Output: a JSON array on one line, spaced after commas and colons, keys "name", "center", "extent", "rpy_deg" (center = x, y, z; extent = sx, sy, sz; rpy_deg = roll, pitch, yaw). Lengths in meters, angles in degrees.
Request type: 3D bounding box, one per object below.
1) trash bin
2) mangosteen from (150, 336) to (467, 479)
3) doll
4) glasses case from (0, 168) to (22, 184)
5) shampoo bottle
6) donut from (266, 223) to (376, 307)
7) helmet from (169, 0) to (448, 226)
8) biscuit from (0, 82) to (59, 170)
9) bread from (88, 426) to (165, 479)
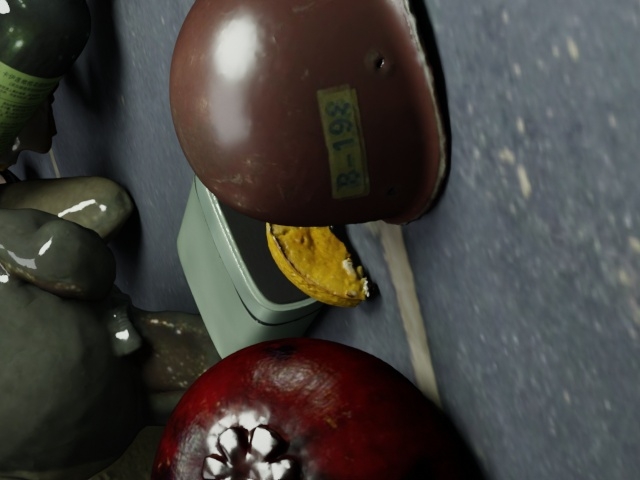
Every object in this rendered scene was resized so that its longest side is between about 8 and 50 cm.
[{"name": "trash bin", "center": [-0.045, 0.011, 0.906], "extent": [0.130, 0.059, 0.116], "rpy_deg": [120, 130, -65]}, {"name": "mangosteen", "center": [0.000, 0.146, 0.789], "extent": [0.200, 0.200, 0.200], "rpy_deg": [52, 152, 41]}, {"name": "doll", "center": [-0.262, 0.049, 1.143], "extent": [0.252, 0.382, 0.378], "rpy_deg": [45, -148, -41]}, {"name": "glasses case", "center": [-0.338, 0.061, 1.669], "extent": [0.122, 0.075, 0.314], "rpy_deg": [37, 142, 51]}, {"name": "shampoo bottle", "center": [-0.249, -0.147, 1.114], "extent": [0.284, 0.101, 0.101], "rpy_deg": [-45, 60, 29]}, {"name": "donut", "center": [0.000, 0.000, 0.825], "extent": [0.083, 0.067, 0.038], "rpy_deg": [37, 149, -1]}, {"name": "helmet", "center": [-0.019, -0.078, 0.701], "extent": [0.155, 0.106, 0.175], "rpy_deg": [50, 147, 43]}, {"name": "biscuit", "center": [-0.339, -0.191, 1.371], "extent": [0.366, 0.115, 0.268], "rpy_deg": [-172, 71, -67]}, {"name": "bread", "center": [-0.152, 0.205, 1.231], "extent": [0.148, 0.141, 0.134], "rpy_deg": [21, 128, 63]}]
